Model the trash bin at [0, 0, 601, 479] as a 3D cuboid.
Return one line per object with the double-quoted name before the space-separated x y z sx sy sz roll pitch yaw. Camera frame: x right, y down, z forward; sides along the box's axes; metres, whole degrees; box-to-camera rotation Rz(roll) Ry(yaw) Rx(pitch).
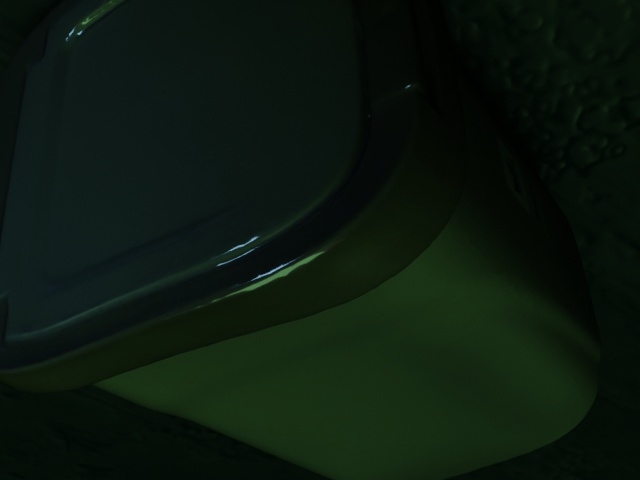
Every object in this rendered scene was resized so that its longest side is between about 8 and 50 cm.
"trash bin" 0.000 0.000 0.492 0.219 0.219 0.250 -23 139 26
